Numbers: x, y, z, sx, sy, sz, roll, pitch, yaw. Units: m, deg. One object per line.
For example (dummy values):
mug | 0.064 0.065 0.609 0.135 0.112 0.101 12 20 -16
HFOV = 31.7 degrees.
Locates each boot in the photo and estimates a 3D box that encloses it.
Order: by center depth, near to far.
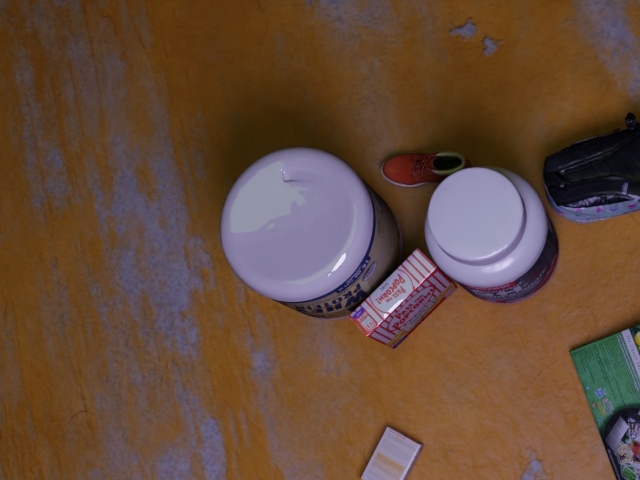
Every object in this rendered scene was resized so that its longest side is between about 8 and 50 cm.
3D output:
boot | 0.169 -0.122 1.827 0.158 0.084 0.059 1 81 18

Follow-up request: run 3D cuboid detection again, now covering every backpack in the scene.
backpack | 0.435 -0.094 1.727 0.182 0.115 0.152 -15 64 14

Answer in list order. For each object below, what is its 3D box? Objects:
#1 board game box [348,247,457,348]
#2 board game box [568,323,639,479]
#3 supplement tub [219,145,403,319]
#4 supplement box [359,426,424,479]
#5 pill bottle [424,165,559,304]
board game box | 0.130 0.093 1.736 0.147 0.193 0.045 -45 71 4
board game box | 0.476 0.263 1.669 0.136 0.030 0.260 -26 72 31
supplement tub | 0.000 0.000 1.727 0.228 0.316 0.228 -3 78 16
supplement box | 0.113 0.350 1.771 0.062 0.036 0.098 28 88 20
pill bottle | 0.251 -0.010 1.655 0.176 0.318 0.176 -3 79 17
